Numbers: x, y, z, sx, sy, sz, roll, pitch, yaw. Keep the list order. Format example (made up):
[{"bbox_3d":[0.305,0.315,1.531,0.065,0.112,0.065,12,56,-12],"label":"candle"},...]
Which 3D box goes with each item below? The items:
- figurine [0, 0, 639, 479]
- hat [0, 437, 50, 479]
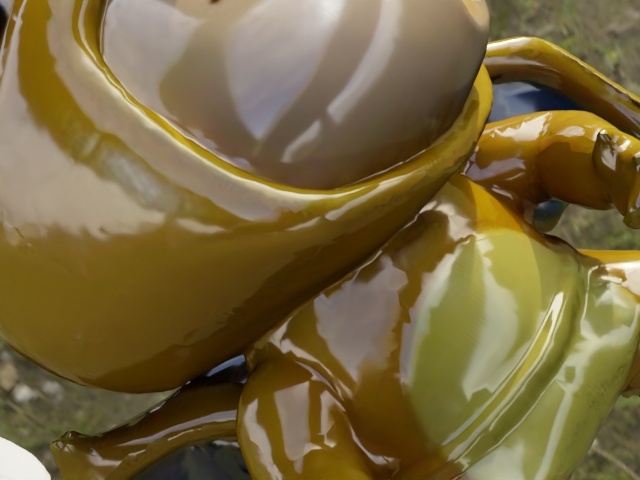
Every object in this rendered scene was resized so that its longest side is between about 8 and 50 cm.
[{"bbox_3d":[-0.019,0.028,0.722,0.401,0.387,0.268,-52,9,-4],"label":"figurine"},{"bbox_3d":[-0.301,0.237,1.428,0.203,0.203,0.126,31,102,37],"label":"hat"}]
